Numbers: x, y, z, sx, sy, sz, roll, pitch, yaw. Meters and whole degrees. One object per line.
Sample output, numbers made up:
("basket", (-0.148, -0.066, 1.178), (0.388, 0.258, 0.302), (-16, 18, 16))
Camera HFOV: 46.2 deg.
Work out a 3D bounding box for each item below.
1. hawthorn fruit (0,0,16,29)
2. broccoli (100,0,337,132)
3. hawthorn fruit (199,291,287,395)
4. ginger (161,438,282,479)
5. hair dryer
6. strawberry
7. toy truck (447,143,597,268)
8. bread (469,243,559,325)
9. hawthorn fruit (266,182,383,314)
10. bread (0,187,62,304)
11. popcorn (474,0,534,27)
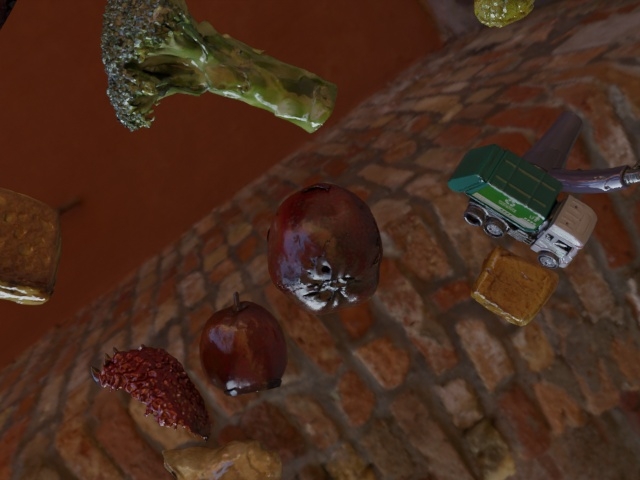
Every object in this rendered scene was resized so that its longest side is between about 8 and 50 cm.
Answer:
("hawthorn fruit", (-0.512, -0.339, 0.962), (0.189, 0.189, 0.251), (46, -155, 26))
("broccoli", (-0.161, -0.252, 1.135), (0.361, 0.252, 0.221), (33, 129, -2))
("hawthorn fruit", (-0.183, 0.238, 1.734), (0.215, 0.215, 0.249), (28, 133, 59))
("ginger", (-0.145, 0.335, 1.122), (0.193, 0.122, 0.115), (24, -171, 7))
("hair dryer", (0.589, -0.163, 1.641), (0.361, 0.301, 0.121), (9, 145, 52))
("strawberry", (-0.323, 0.322, 1.631), (0.306, 0.137, 0.233), (19, 166, 31))
("toy truck", (0.345, -0.063, 1.292), (0.253, 0.114, 0.124), (32, 156, 7))
("bread", (0.424, 0.099, 1.669), (0.158, 0.143, 0.149), (28, 177, 3))
("hawthorn fruit", (0.000, 0.000, 1.110), (0.181, 0.181, 0.235), (61, -174, -30))
("bread", (-0.623, 0.011, 1.484), (0.210, 0.099, 0.235), (21, -134, -31))
("popcorn", (0.358, -0.480, 1.481), (0.106, 0.121, 0.116), (56, -159, 18))
